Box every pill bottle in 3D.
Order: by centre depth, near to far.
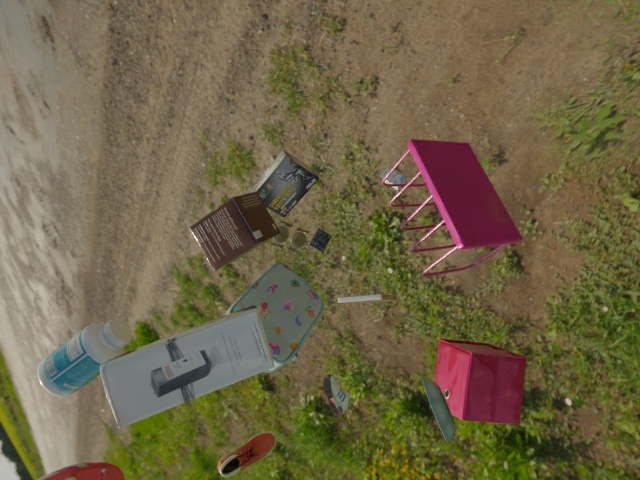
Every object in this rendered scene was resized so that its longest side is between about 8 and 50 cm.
[{"bbox_3d":[-0.732,0.360,1.292,0.264,0.146,0.146,-35,84,3],"label":"pill bottle"}]

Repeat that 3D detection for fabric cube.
[{"bbox_3d":[0.635,0.561,1.666,0.254,0.258,0.259,178,99,-78],"label":"fabric cube"}]

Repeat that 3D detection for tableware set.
[{"bbox_3d":[-0.158,-0.019,2.031,0.039,0.194,0.129,33,101,52],"label":"tableware set"}]

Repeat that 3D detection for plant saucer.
[{"bbox_3d":[0.351,0.485,1.192,0.037,0.195,0.195,-25,95,10],"label":"plant saucer"}]

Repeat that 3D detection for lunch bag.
[{"bbox_3d":[-0.125,0.215,1.136,0.224,0.279,0.108,44,134,-2],"label":"lunch bag"}]

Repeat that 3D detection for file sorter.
[{"bbox_3d":[0.308,-0.078,1.029,0.182,0.201,0.291,-51,51,51],"label":"file sorter"}]

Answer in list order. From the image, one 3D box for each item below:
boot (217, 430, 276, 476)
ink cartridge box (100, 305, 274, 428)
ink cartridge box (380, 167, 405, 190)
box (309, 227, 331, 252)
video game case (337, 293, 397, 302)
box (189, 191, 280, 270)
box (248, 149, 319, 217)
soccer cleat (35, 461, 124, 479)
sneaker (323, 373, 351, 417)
[{"bbox_3d":[-0.178,0.531,1.014,0.059,0.157,0.085,59,160,14],"label":"boot"},{"bbox_3d":[-0.188,0.178,0.621,0.158,0.217,0.093,143,110,-78],"label":"ink cartridge box"},{"bbox_3d":[0.272,-0.231,1.540,0.083,0.048,0.028,37,168,23],"label":"ink cartridge box"},{"bbox_3d":[0.000,0.000,1.744,0.067,0.083,0.018,29,170,0],"label":"box"},{"bbox_3d":[0.225,0.270,1.897,0.203,0.285,0.025,-8,79,23],"label":"video game case"},{"bbox_3d":[-0.281,-0.033,1.362,0.203,0.168,0.167,-30,91,23],"label":"box"},{"bbox_3d":[-0.146,-0.221,1.633,0.231,0.183,0.056,-45,41,18],"label":"box"},{"bbox_3d":[-0.319,0.286,0.399,0.094,0.248,0.083,-6,89,29],"label":"soccer cleat"},{"bbox_3d":[0.062,0.522,1.409,0.057,0.075,0.162,5,113,58],"label":"sneaker"}]
